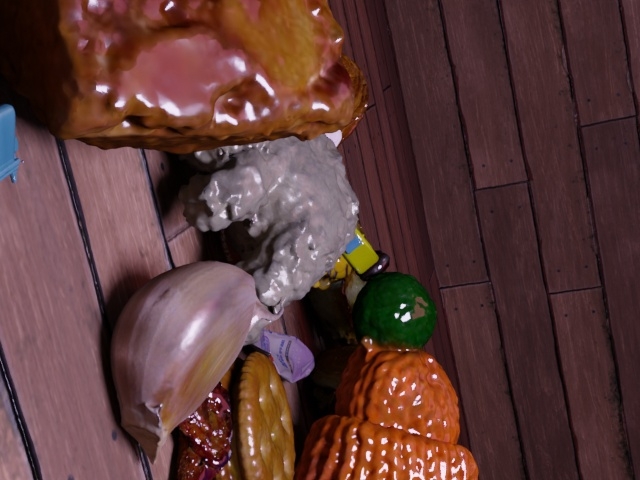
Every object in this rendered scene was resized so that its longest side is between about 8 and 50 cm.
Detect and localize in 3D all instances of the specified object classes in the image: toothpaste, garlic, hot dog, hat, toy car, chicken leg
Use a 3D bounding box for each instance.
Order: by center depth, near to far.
[{"bbox_3d":[-0.120,0.084,1.005,0.266,0.128,0.148,-38,162,-36],"label":"garlic"},{"bbox_3d":[-0.143,0.229,1.064,0.093,0.053,0.205,31,40,-42],"label":"chicken leg"},{"bbox_3d":[-0.062,0.166,1.415,0.075,0.048,0.301,66,8,19],"label":"toothpaste"},{"bbox_3d":[0.108,0.265,1.485,0.285,0.285,0.400,54,39,-61],"label":"hat"},{"bbox_3d":[0.000,0.000,1.553,0.200,0.142,0.248,52,0,-2],"label":"toy car"},{"bbox_3d":[0.007,-0.238,1.737,0.114,0.175,0.259,33,39,-22],"label":"hot dog"}]

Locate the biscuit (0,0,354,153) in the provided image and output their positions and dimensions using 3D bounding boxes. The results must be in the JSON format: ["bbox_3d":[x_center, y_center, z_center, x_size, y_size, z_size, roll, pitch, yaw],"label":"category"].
[{"bbox_3d":[-0.152,-0.280,0.890,0.343,0.166,0.395,-6,87,-47],"label":"biscuit"}]

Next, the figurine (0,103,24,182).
[{"bbox_3d":[-0.273,-0.100,0.709,0.068,0.075,0.140,-60,141,-68],"label":"figurine"}]

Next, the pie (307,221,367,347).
[{"bbox_3d":[0.046,0.071,1.803,0.288,0.103,0.354,55,25,-59],"label":"pie"}]

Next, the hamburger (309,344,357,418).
[{"bbox_3d":[0.066,0.242,1.653,0.185,0.159,0.131,-30,108,-50],"label":"hamburger"}]

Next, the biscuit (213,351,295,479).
[{"bbox_3d":[-0.087,0.254,1.233,0.220,0.066,0.220,-8,90,-79],"label":"biscuit"}]

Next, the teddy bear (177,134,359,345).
[{"bbox_3d":[-0.101,-0.096,1.228,0.367,0.224,0.357,60,21,-15],"label":"teddy bear"}]

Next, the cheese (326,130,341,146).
[{"bbox_3d":[-0.037,-0.230,1.335,0.255,0.050,0.127,57,46,-30],"label":"cheese"}]
